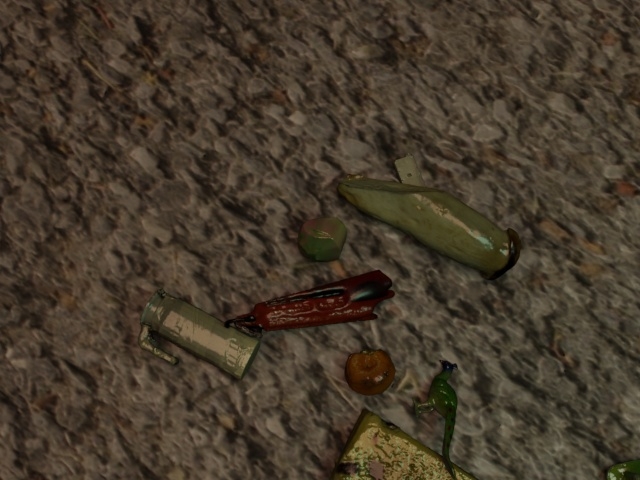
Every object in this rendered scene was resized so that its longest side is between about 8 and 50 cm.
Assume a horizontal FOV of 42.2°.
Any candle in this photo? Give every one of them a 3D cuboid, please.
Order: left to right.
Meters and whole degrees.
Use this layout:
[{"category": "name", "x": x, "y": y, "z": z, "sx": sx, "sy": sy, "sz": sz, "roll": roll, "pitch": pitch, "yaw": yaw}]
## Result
[{"category": "candle", "x": -0.015, "y": 0.110, "z": 1.399, "sx": 0.301, "sy": 0.059, "sz": 0.084, "roll": -9, "pitch": 86, "yaw": -16}]

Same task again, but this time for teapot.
[{"category": "teapot", "x": -0.212, "y": 0.170, "z": 1.396, "sx": 0.200, "sy": 0.077, "sz": 0.107, "roll": 28, "pitch": 78, "yaw": 6}]

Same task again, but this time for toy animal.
[{"category": "toy animal", "x": 0.186, "y": 0.289, "z": 1.355, "sx": 0.075, "sy": 0.041, "sz": 0.217, "roll": -2, "pitch": 45, "yaw": 12}]

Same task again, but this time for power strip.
[{"category": "power strip", "x": 0.162, "y": -0.112, "z": 1.492, "sx": 0.040, "sy": 0.016, "sz": 0.090, "roll": -19, "pitch": 78, "yaw": -5}]

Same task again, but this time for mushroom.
[{"category": "mushroom", "x": 0.187, "y": -0.041, "z": 1.431, "sx": 0.333, "sy": 0.107, "sz": 0.087, "roll": 30, "pitch": 35, "yaw": 9}]

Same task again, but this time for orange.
[{"category": "orange", "x": 0.084, "y": 0.224, "z": 1.389, "sx": 0.086, "sy": 0.062, "sz": 0.086, "roll": -9, "pitch": 50, "yaw": 10}]

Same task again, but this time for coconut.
[{"category": "coconut", "x": 0.000, "y": 0.000, "z": 1.437, "sx": 0.083, "sy": 0.082, "sz": 0.081, "roll": 51, "pitch": 48, "yaw": -28}]

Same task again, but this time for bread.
[{"category": "bread", "x": 0.191, "y": 0.423, "z": 1.333, "sx": 0.361, "sy": 0.077, "sz": 0.138, "roll": 31, "pitch": 78, "yaw": 7}]

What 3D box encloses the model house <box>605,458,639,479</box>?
[{"category": "model house", "x": 0.607, "y": 0.488, "z": 1.199, "sx": 0.242, "sy": 0.313, "sz": 0.358, "roll": -9, "pitch": 78, "yaw": 1}]
